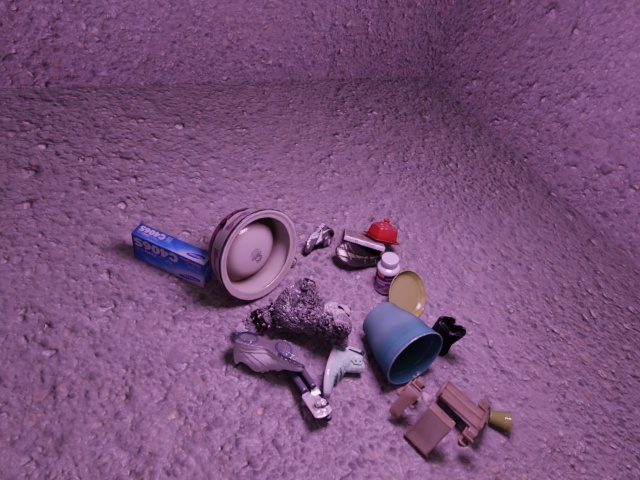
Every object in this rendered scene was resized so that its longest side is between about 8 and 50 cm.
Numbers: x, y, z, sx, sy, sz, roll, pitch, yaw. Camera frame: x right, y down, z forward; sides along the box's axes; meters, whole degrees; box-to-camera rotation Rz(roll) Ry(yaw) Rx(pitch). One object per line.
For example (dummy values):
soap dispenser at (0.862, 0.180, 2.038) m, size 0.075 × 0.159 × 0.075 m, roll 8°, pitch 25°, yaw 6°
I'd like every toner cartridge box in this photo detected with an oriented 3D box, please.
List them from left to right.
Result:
toner cartridge box at (-0.640, 0.066, 1.861) m, size 0.347 × 0.165 × 0.075 m, roll 22°, pitch 47°, yaw 6°

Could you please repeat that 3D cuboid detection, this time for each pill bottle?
pill bottle at (0.316, 0.152, 2.024) m, size 0.107 × 0.194 × 0.108 m, roll 2°, pitch 41°, yaw -1°

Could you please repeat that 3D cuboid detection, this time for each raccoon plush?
raccoon plush at (-0.082, 0.367, 1.736) m, size 0.446 × 0.216 × 0.299 m, roll -36°, pitch 55°, yaw -6°

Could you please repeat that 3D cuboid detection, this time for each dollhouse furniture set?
dollhouse furniture set at (0.472, 0.664, 1.707) m, size 0.303 × 0.174 × 0.355 m, roll 42°, pitch 27°, yaw 22°

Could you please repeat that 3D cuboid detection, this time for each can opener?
can opener at (-0.056, 0.566, 1.632) m, size 0.074 × 0.093 × 0.280 m, roll -17°, pitch 47°, yaw -30°

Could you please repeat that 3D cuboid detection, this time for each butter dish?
butter dish at (0.325, -0.055, 2.204) m, size 0.159 × 0.119 × 0.160 m, roll 13°, pitch 12°, yaw -24°

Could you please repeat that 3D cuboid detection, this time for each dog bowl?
dog bowl at (-0.298, 0.041, 1.843) m, size 0.150 × 0.409 × 0.407 m, roll 24°, pitch 42°, yaw 38°

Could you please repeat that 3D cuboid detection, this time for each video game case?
video game case at (0.219, -0.007, 2.188) m, size 0.206 × 0.026 × 0.227 m, roll 17°, pitch 13°, yaw 0°

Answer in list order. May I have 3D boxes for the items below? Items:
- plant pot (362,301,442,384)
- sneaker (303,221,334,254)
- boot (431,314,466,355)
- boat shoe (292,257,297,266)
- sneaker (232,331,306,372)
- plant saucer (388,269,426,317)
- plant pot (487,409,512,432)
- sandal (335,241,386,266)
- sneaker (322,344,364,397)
plant pot at (0.313, 0.400, 1.774) m, size 0.271 × 0.272 × 0.255 m, roll -14°, pitch 40°, yaw -27°
sneaker at (0.000, 0.000, 2.164) m, size 0.106 × 0.078 × 0.234 m, roll 27°, pitch 45°, yaw 12°
boot at (0.480, 0.384, 1.859) m, size 0.246 × 0.207 × 0.094 m, roll 26°, pitch 47°, yaw 10°
boat shoe at (-0.207, 0.047, 2.057) m, size 0.232 × 0.084 × 0.079 m, roll 26°, pitch 47°, yaw 13°
sneaker at (-0.200, 0.449, 1.657) m, size 0.296 × 0.130 × 0.111 m, roll 16°, pitch 20°, yaw 10°
plant saucer at (0.394, 0.257, 1.989) m, size 0.240 × 0.037 × 0.241 m, roll 3°, pitch 84°, yaw -34°
plant pot at (0.713, 0.715, 1.718) m, size 0.079 × 0.083 × 0.083 m, roll 13°, pitch 45°, yaw 13°
sandal at (0.199, 0.084, 2.144) m, size 0.302 × 0.086 × 0.120 m, roll 8°, pitch 69°, yaw -32°
sneaker at (0.097, 0.516, 1.699) m, size 0.150 × 0.094 × 0.256 m, roll 16°, pitch 43°, yaw 8°
